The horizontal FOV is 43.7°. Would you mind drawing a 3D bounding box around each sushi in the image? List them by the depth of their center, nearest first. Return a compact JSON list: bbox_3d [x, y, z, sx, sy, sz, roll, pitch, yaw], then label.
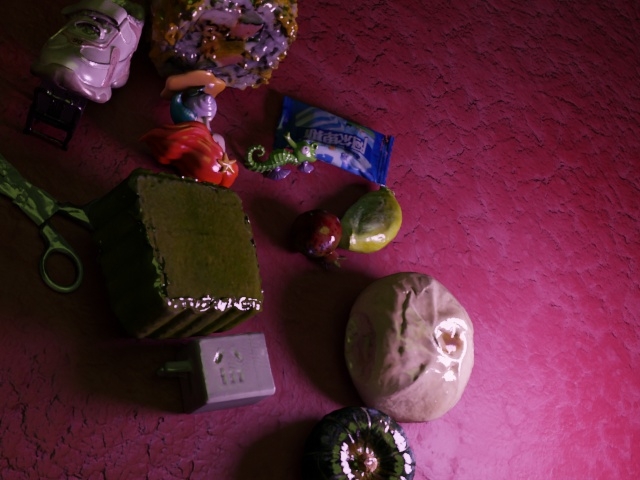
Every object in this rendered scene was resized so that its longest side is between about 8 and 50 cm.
[{"bbox_3d":[-0.249,-0.537,1.887,0.351,0.396,0.240,0,71,-23],"label":"sushi"}]

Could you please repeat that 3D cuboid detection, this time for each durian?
[{"bbox_3d":[0.136,-0.050,2.053,0.139,0.101,0.250,51,54,1],"label":"durian"}]

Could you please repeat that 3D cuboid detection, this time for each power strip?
[{"bbox_3d":[-0.227,0.281,1.677,0.224,0.139,0.140,-3,71,-30],"label":"power strip"}]

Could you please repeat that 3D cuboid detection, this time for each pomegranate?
[{"bbox_3d":[-0.003,0.001,1.943,0.129,0.129,0.159,-19,87,-34],"label":"pomegranate"}]

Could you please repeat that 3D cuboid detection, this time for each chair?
[{"bbox_3d":[-0.556,-0.292,1.702,0.106,0.229,0.113,22,62,-20],"label":"chair"}]

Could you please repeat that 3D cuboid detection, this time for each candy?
[{"bbox_3d":[0.039,-0.259,2.111,0.331,0.077,0.187,21,57,-17],"label":"candy"}]

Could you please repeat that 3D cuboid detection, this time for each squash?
[{"bbox_3d":[0.080,0.486,1.739,0.252,0.165,0.252,11,63,-22],"label":"squash"}]

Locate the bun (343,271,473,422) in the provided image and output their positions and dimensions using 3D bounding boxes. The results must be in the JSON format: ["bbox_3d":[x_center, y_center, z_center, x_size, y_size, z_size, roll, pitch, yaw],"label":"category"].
[{"bbox_3d":[0.237,0.247,1.885,0.364,0.202,0.364,6,78,-32],"label":"bun"}]

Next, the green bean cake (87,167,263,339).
[{"bbox_3d":[-0.301,0.034,1.647,0.319,0.218,0.335,12,54,-48],"label":"green bean cake"}]

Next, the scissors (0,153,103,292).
[{"bbox_3d":[-0.613,-0.080,1.693,0.383,0.029,0.256,38,56,-11],"label":"scissors"}]

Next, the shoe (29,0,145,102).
[{"bbox_3d":[-0.499,-0.432,1.729,0.172,0.198,0.351,21,21,-8],"label":"shoe"}]

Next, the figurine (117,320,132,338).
[{"bbox_3d":[-0.383,0.125,1.706,0.098,0.082,0.154,2,66,-42],"label":"figurine"}]

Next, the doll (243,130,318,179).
[{"bbox_3d":[-0.096,-0.211,2.000,0.190,0.050,0.115,-15,107,-7],"label":"doll"}]

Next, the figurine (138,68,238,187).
[{"bbox_3d":[-0.302,-0.248,1.870,0.208,0.181,0.257,30,47,-64],"label":"figurine"}]
